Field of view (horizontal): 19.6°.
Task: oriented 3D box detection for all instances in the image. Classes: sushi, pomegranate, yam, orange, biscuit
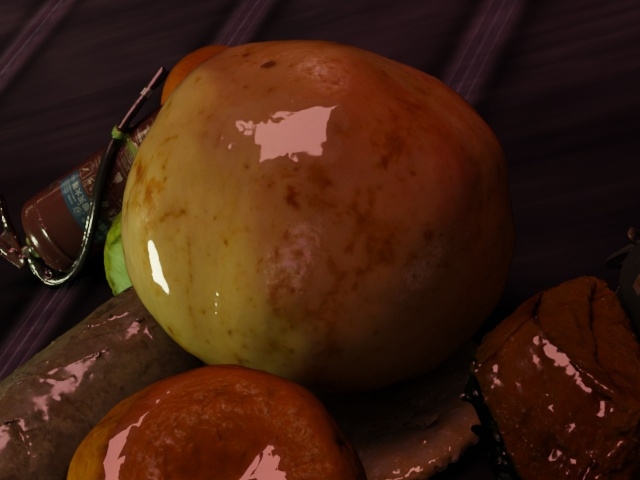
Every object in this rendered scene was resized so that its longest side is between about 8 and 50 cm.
[{"bbox_3d":[0.178,0.120,1.462,0.149,0.140,0.287,11,29,-15],"label":"sushi"},{"bbox_3d":[0.000,0.000,1.577,0.342,0.342,0.342,-18,32,12],"label":"pomegranate"},{"bbox_3d":[-0.219,0.169,1.643,0.268,0.161,0.161,-41,34,-26],"label":"yam"},{"bbox_3d":[-0.080,0.228,1.437,0.249,0.183,0.249,6,62,-12],"label":"orange"},{"bbox_3d":[0.055,0.148,1.598,0.220,0.033,0.220,-19,29,11],"label":"biscuit"}]

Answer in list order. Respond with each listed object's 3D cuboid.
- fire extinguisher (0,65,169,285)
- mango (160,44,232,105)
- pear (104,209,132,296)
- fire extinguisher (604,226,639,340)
[{"bbox_3d":[-0.224,-0.068,1.993,0.341,0.141,0.105,-33,-8,14],"label":"fire extinguisher"},{"bbox_3d":[-0.111,-0.159,2.107,0.141,0.102,0.217,-14,35,7],"label":"mango"},{"bbox_3d":[-0.071,-0.022,1.861,0.239,0.139,0.288,-31,30,-29],"label":"pear"},{"bbox_3d":[0.297,0.075,1.478,0.114,0.095,0.311,-48,25,23],"label":"fire extinguisher"}]
